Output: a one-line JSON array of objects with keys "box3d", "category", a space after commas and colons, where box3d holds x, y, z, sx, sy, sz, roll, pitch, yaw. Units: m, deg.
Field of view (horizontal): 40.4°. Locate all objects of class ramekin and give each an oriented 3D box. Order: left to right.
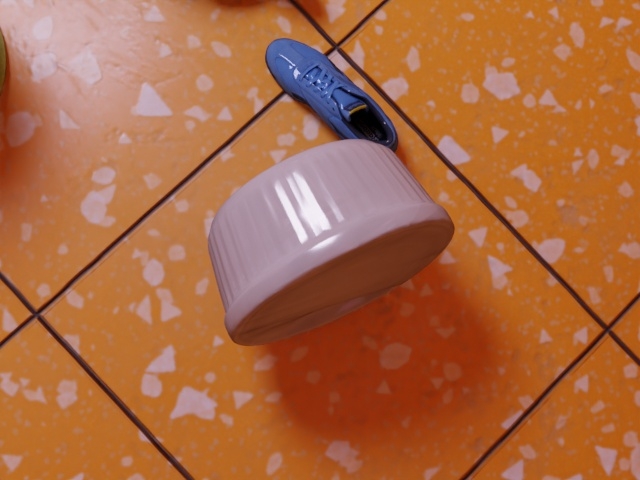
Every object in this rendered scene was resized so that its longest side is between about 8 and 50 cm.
[{"box3d": [0.000, 0.000, 0.959, 0.272, 0.273, 0.127, -25, 73, -8], "category": "ramekin"}]

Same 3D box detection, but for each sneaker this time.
[{"box3d": [0.017, -0.181, 1.070, 0.209, 0.082, 0.069, 44, 83, 3], "category": "sneaker"}]

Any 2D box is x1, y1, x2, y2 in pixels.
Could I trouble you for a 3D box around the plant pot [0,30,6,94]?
[{"box3d": [-0.479, -0.254, 0.914, 0.276, 0.254, 0.276, 6, 70, -16], "category": "plant pot"}]
